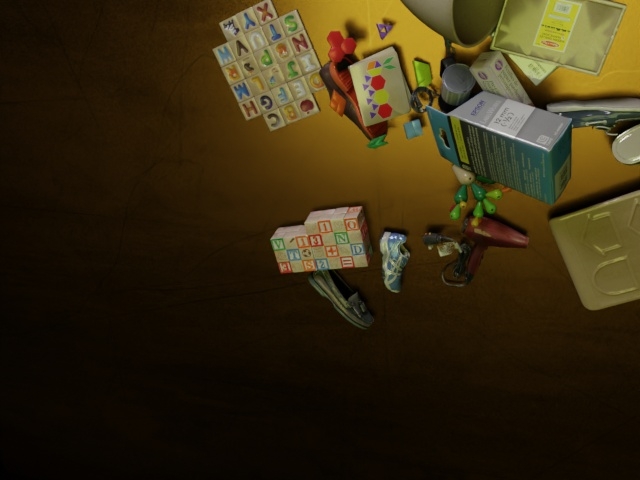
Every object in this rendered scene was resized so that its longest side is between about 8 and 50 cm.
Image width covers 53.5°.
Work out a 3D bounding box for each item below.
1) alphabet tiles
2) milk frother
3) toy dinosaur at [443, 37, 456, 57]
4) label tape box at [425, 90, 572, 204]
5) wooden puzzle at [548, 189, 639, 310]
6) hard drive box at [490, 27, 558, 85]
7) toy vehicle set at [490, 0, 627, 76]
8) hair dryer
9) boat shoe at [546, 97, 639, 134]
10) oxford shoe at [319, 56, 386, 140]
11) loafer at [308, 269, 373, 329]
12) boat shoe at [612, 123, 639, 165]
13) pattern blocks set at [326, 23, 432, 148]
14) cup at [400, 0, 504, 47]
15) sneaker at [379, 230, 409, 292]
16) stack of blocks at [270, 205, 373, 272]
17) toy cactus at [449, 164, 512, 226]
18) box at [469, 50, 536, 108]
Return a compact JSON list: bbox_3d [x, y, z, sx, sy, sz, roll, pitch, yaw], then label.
[{"bbox_3d":[-0.145,-0.498,1.831,0.285,0.011,0.342,-17,111,23],"label":"alphabet tiles"},{"bbox_3d":[0.317,-0.390,1.661,0.143,0.134,0.129,-37,75,-4],"label":"milk frother"},{"bbox_3d":[0.339,-0.525,1.670,0.090,0.047,0.082,44,137,30],"label":"toy dinosaur"},{"bbox_3d":[0.461,-0.255,1.635,0.348,0.115,0.249,31,167,32],"label":"label tape box"},{"bbox_3d":[0.860,0.015,1.773,0.348,0.080,0.322,-19,110,29],"label":"wooden puzzle"},{"bbox_3d":[0.564,-0.530,1.559,0.181,0.089,0.232,44,121,-9],"label":"hard drive box"},{"bbox_3d":[0.556,-0.504,1.501,0.267,0.035,0.165,18,121,8],"label":"toy vehicle set"},{"bbox_3d":[0.474,0.019,1.902,0.294,0.080,0.223,-16,126,30],"label":"hair dryer"},{"bbox_3d":[0.711,-0.316,1.626,0.255,0.095,0.079,1,115,18],"label":"boat shoe"},{"bbox_3d":[0.095,-0.388,1.790,0.098,0.097,0.271,-5,124,52],"label":"oxford shoe"},{"bbox_3d":[0.080,0.182,2.081,0.267,0.096,0.084,41,115,-5],"label":"loafer"},{"bbox_3d":[0.902,-0.278,1.589,0.325,0.097,0.116,-25,77,25],"label":"boat shoe"},{"bbox_3d":[0.160,-0.414,1.713,0.286,0.026,0.324,-11,109,-6],"label":"pattern blocks set"},{"bbox_3d":[0.293,-0.644,1.479,0.237,0.331,0.330,28,125,30],"label":"cup"},{"bbox_3d":[0.236,0.073,1.981,0.081,0.080,0.211,0,118,20],"label":"sneaker"},{"bbox_3d":[0.000,0.000,2.007,0.298,0.087,0.171,-6,115,19],"label":"stack of blocks"},{"bbox_3d":[0.441,-0.147,1.787,0.219,0.112,0.180,-38,67,10],"label":"toy cactus"},{"bbox_3d":[0.497,-0.342,1.628,0.324,0.063,0.067,45,165,-30],"label":"box"}]
